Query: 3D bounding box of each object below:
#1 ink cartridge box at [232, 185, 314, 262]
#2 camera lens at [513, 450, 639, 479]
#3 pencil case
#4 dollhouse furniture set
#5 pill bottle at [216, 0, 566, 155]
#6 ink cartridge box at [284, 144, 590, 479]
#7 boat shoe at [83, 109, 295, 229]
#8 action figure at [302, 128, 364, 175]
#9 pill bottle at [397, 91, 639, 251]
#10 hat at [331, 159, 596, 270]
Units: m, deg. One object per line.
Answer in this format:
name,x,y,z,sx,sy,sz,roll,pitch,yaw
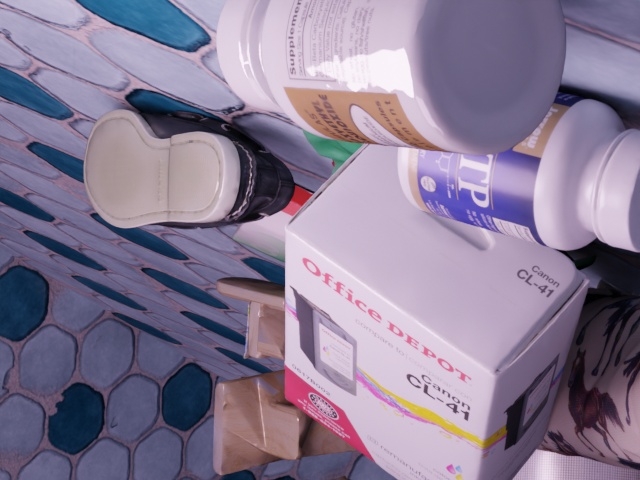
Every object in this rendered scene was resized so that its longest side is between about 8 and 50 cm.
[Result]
ink cartridge box,0.000,0.000,2.034,0.181,0.056,0.225,25,171,-5
camera lens,0.298,0.275,2.034,0.219,0.274,0.219,4,169,1
pencil case,0.305,0.116,1.549,0.160,0.183,0.410,24,171,-18
dollhouse furniture set,-0.013,0.214,2.333,0.394,0.362,0.256,-7,-167,-44
pill bottle,0.037,-0.127,1.134,0.131,0.131,0.229,32,167,-36
ink cartridge box,0.088,0.086,1.500,0.226,0.131,0.306,35,155,20
boat shoe,-0.139,-0.073,1.825,0.113,0.127,0.340,4,179,-32
action figure,0.095,-0.062,1.500,0.232,0.063,0.137,21,167,38
pill bottle,0.161,-0.054,1.265,0.187,0.112,0.112,16,167,33
hat,0.136,-0.033,1.657,0.209,0.183,0.173,-18,175,-1
